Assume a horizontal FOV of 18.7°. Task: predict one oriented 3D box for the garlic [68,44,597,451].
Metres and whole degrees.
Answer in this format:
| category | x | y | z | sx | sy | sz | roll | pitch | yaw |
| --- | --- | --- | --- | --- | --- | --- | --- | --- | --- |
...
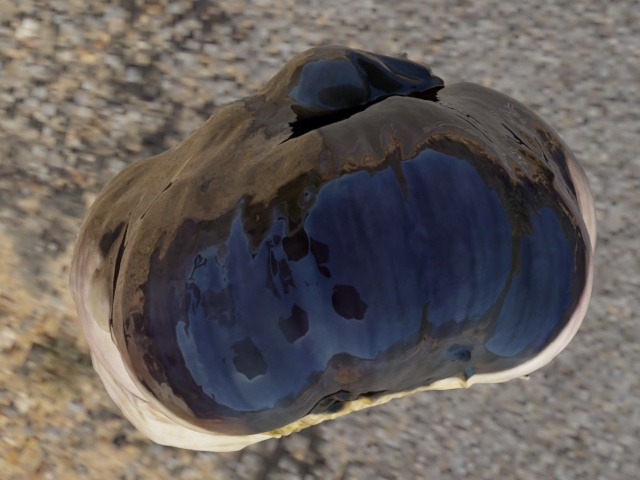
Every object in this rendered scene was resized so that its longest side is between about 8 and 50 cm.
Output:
| category | x | y | z | sx | sy | sz | roll | pitch | yaw |
| --- | --- | --- | --- | --- | --- | --- | --- | --- | --- |
| garlic | 0.000 | 0.000 | 0.833 | 0.245 | 0.245 | 0.160 | -16 | 91 | -31 |
